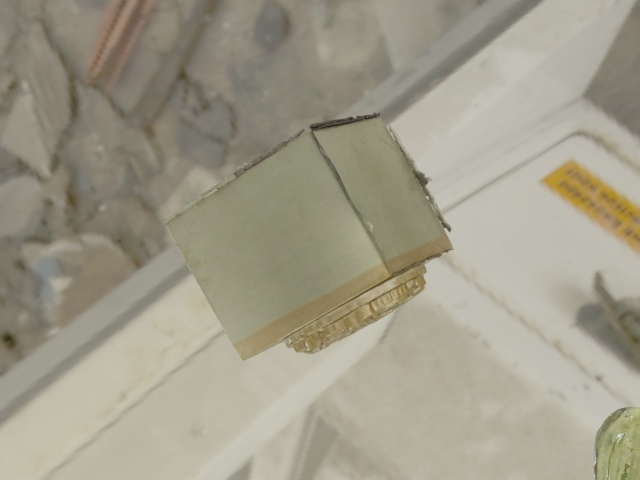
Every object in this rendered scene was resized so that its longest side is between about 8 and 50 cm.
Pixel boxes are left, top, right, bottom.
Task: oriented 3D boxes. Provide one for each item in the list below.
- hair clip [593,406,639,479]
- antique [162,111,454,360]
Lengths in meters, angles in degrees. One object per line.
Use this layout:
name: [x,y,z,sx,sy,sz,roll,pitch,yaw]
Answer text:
hair clip: [0.271,0.306,1.311,0.138,0.091,0.321,16,90,44]
antique: [0.000,0.000,1.166,0.152,0.147,0.148,-31,84,26]
